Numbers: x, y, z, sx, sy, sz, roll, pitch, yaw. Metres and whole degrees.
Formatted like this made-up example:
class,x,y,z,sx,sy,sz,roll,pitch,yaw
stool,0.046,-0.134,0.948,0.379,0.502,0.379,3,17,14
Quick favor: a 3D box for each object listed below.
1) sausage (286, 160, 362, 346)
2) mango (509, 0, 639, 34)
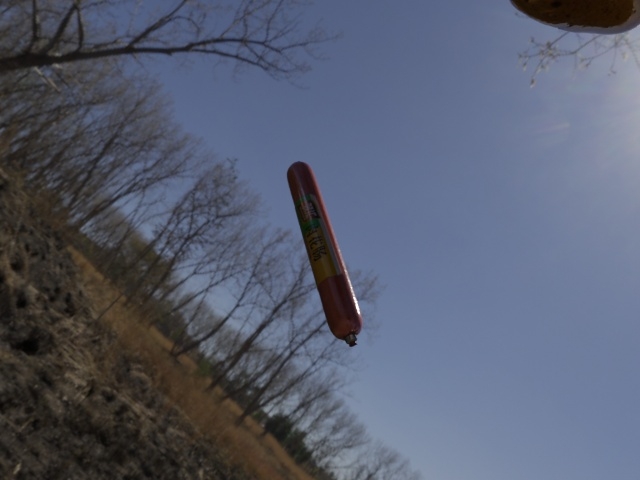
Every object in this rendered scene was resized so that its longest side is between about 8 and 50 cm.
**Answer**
class,x,y,z,sx,sy,sz,roll,pitch,yaw
sausage,0.000,0.000,0.481,0.029,0.029,0.223,65,6,-49
mango,0.474,-0.463,0.945,0.291,0.159,0.191,15,-38,-19
